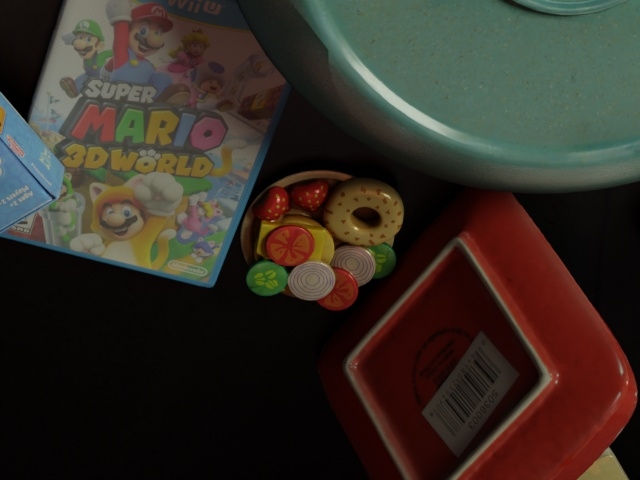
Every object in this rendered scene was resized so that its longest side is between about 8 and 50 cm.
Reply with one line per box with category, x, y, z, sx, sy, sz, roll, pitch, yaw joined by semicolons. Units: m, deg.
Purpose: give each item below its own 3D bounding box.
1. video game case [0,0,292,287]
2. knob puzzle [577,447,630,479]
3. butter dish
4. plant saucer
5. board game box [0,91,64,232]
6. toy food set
video game case;-0.084;-0.058;0.896;0.119;0.015;0.166;15;121;-14
knob puzzle;0.117;0.215;1.089;0.213;0.030;0.213;-3;124;-4
butter dish;0.101;0.076;0.943;0.118;0.160;0.160;16;124;-43
plant saucer;0.110;-0.152;0.789;0.318;0.043;0.317;-1;120;-1
board game box;-0.249;-0.064;0.854;0.160;0.039;0.211;-29;117;16
toy food set;0.000;0.000;0.939;0.083;0.020;0.082;5;123;-9
